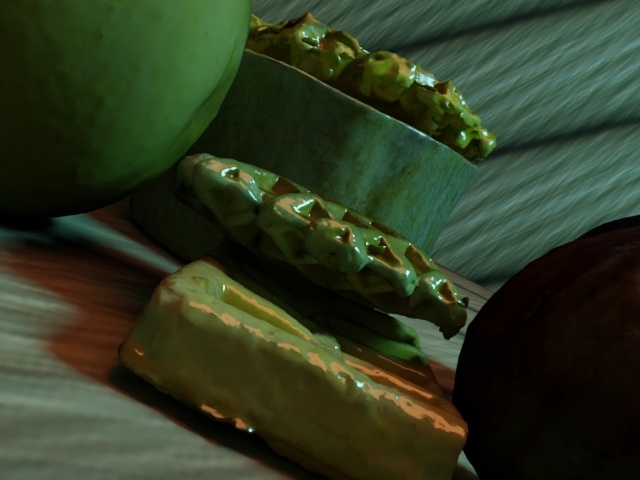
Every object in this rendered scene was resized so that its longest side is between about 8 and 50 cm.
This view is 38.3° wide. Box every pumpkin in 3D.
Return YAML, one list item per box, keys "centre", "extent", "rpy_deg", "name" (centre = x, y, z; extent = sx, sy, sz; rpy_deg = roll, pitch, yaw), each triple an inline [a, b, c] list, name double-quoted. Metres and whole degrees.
- centre: [-0.035, -0.046, 0.878]
  extent: [0.332, 0.199, 0.332]
  rpy_deg: [25, -2, 1]
  name: "pumpkin"

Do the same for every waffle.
- centre: [0.033, -0.155, 0.979]
  extent: [0.325, 0.068, 0.302]
  rpy_deg: [22, -1, 17]
  name: "waffle"
- centre: [0.000, 0.000, 0.606]
  extent: [0.208, 0.054, 0.214]
  rpy_deg: [25, 1, -9]
  name: "waffle"
- centre: [-0.011, 0.064, 0.549]
  extent: [0.168, 0.057, 0.274]
  rpy_deg: [28, 5, -2]
  name: "waffle"

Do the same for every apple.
- centre: [-0.197, -0.155, 0.626]
  extent: [0.292, 0.254, 0.292]
  rpy_deg: [25, 6, -3]
  name: "apple"

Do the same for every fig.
- centre: [0.230, 0.052, 0.506]
  extent: [0.217, 0.321, 0.217]
  rpy_deg: [50, -1, 1]
  name: "fig"

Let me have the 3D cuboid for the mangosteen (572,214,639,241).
- centre: [0.303, 0.105, 0.845]
  extent: [0.287, 0.233, 0.287]
  rpy_deg: [34, 3, -2]
  name: "mangosteen"
